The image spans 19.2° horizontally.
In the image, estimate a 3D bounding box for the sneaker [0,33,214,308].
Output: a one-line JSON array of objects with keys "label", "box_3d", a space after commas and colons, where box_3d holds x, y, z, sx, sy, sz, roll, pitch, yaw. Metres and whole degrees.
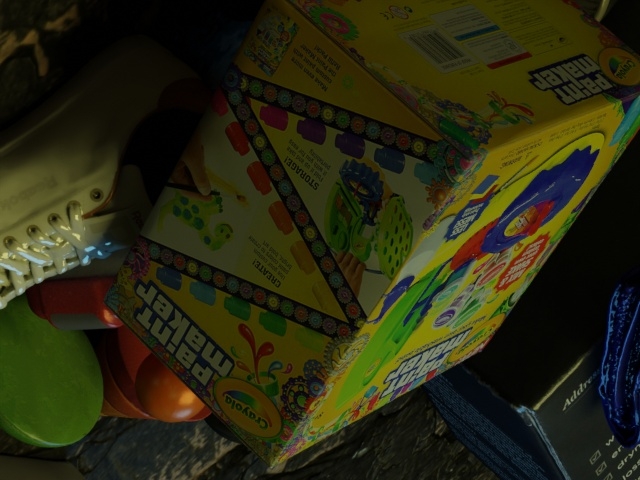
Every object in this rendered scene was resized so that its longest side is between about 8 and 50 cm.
[{"label": "sneaker", "box_3d": [-0.186, -0.018, 1.317, 0.290, 0.123, 0.106, -46, 144, -8]}]

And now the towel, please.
[{"label": "towel", "box_3d": [0.372, 0.031, 1.683, 0.308, 0.076, 0.228, -32, 148, -26]}]

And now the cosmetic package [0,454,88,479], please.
[{"label": "cosmetic package", "box_3d": [-0.313, 0.291, 1.518, 0.217, 0.156, 0.385, -55, 153, 8]}]

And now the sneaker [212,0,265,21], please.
[{"label": "sneaker", "box_3d": [0.004, -0.252, 1.354, 0.224, 0.083, 0.098, -59, 158, 19]}]

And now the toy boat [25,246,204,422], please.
[{"label": "toy boat", "box_3d": [-0.117, 0.066, 1.476, 0.231, 0.151, 0.151, -2, 89, -54]}]

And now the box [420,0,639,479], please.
[{"label": "box", "box_3d": [0.328, 0.024, 1.935, 0.480, 0.297, 0.472, -45, 147, -8]}]

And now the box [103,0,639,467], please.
[{"label": "box", "box_3d": [0.047, -0.035, 1.320, 0.290, 0.177, 0.279, -23, 150, -52]}]

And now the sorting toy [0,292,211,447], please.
[{"label": "sorting toy", "box_3d": [-0.241, 0.119, 1.497, 0.126, 0.127, 0.365, -29, 164, 34]}]

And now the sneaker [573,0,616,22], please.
[{"label": "sneaker", "box_3d": [0.271, -0.304, 1.724, 0.118, 0.083, 0.222, -37, 153, -57]}]

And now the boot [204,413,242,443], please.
[{"label": "boot", "box_3d": [-0.003, -0.003, 1.620, 0.348, 0.131, 0.260, -54, 163, -14]}]
